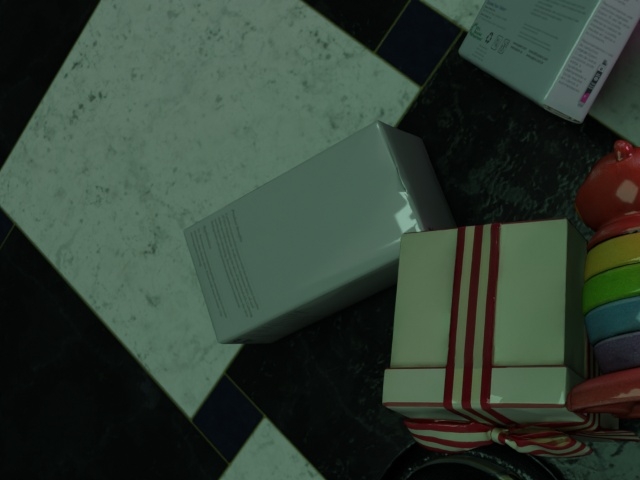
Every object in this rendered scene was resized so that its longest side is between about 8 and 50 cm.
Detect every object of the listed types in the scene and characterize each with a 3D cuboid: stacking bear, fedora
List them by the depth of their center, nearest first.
[{"bbox_3d":[0.354,0.037,1.055,0.164,0.175,0.289,-18,67,38],"label":"stacking bear"},{"bbox_3d":[0.186,0.414,1.263,0.334,0.152,0.334,-4,83,30],"label":"fedora"}]

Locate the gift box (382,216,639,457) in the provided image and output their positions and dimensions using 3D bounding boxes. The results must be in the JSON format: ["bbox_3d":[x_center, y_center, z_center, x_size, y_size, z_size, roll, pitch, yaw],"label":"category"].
[{"bbox_3d":[0.249,0.142,1.206,0.255,0.276,0.258,-8,65,35],"label":"gift box"}]

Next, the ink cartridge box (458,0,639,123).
[{"bbox_3d":[0.318,-0.337,1.198,0.330,0.071,0.324,-62,18,15],"label":"ink cartridge box"}]

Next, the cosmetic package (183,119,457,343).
[{"bbox_3d":[0.000,0.000,1.415,0.365,0.155,0.197,-26,73,25],"label":"cosmetic package"}]
